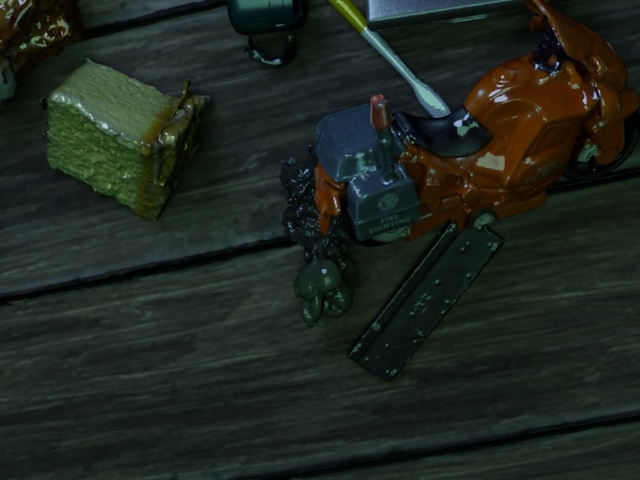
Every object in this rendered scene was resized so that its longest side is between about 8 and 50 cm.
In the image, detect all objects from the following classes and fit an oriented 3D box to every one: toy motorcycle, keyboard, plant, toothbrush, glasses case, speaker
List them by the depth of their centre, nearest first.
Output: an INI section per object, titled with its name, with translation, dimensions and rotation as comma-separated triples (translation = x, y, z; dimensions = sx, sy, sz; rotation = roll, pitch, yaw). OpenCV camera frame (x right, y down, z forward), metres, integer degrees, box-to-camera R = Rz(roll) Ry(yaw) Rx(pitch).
[toy motorcycle]
translation = 0.145, -0.103, 1.043
dimensions = 0.326, 0.148, 0.221
rotation = -18, 134, -7
[glasses case]
translation = 0.136, -0.242, 1.086
dimensions = 0.191, 0.042, 0.072
rotation = -7, 70, 8
[speaker]
translation = -0.050, -0.212, 1.112
dimensions = 0.075, 0.060, 0.094
rotation = -5, 102, 9
[toothbrush]
translation = 0.030, -0.222, 1.123
dimensions = 0.021, 0.024, 0.288
rotation = -42, 93, 11
[plant]
translation = 0.000, 0.000, 1.149
dimensions = 0.085, 0.087, 0.174
rotation = -1, 98, 37
[keyboard]
translation = 0.105, 0.058, 1.178
dimensions = 0.060, 0.018, 0.195
rotation = 35, 104, -9

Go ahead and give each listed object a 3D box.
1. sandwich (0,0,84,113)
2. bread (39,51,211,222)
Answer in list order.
[sandwich]
translation = -0.335, -0.247, 1.119
dimensions = 0.292, 0.109, 0.212
rotation = -39, 102, 15
[bread]
translation = -0.200, -0.093, 1.140
dimensions = 0.147, 0.127, 0.152
rotation = 24, 121, 1
